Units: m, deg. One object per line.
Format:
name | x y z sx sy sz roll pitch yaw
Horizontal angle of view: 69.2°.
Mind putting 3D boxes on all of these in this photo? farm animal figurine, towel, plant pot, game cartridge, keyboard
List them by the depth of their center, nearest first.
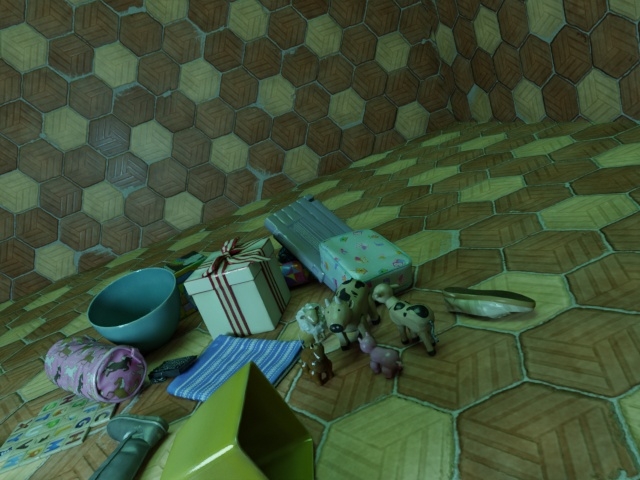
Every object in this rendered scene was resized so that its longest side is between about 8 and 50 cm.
plant pot | -0.144 0.378 0.787 0.187 0.212 0.212 -31 17 9
farm animal figurine | 0.090 0.183 1.118 0.330 0.172 0.327 -19 18 4
towel | -0.228 0.336 1.234 0.336 0.040 0.243 -6 23 36
keyboard | -0.435 0.369 1.327 0.180 0.023 0.108 -22 16 41
plant pot | -0.591 0.256 1.555 0.290 0.195 0.290 -10 34 7
game cartridge | 0.000 0.000 1.597 0.230 0.068 0.355 -35 65 -30

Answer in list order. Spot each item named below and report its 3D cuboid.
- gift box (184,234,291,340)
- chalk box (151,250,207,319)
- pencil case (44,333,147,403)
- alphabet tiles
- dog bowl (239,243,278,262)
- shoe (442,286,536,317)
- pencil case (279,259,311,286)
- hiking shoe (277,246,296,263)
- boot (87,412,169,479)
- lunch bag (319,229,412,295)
gift box | -0.237 0.132 1.480 0.276 0.258 0.255 -17 19 12
chalk box | -0.555 0.190 1.785 0.289 0.179 0.180 -30 21 -25
pencil case | -0.671 0.375 1.378 0.386 0.167 0.160 -3 -8 42
alphabet tiles | -0.730 0.511 1.311 0.342 0.011 0.285 -21 18 -1
dog bowl | -0.312 0.101 1.895 0.264 0.104 0.265 -19 18 6
shoe | 0.393 0.150 1.093 0.219 0.058 0.076 3 9 43
pencil case | -0.150 0.128 1.660 0.236 0.104 0.104 -13 19 17
hiking shoe | -0.101 0.051 1.759 0.132 0.113 0.304 -36 -7 1
boot | -0.456 0.484 1.024 0.189 0.076 0.208 -14 26 25
lunch bag | 0.139 0.073 1.402 0.224 0.108 0.279 -15 32 -21
